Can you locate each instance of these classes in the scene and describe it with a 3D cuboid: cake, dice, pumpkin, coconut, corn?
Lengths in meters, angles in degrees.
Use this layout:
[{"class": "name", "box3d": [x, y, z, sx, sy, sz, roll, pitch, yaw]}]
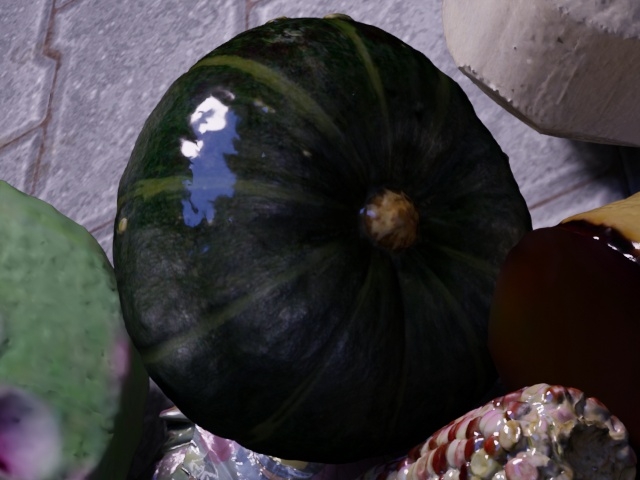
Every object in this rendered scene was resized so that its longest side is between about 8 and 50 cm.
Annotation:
[{"class": "cake", "box3d": [0.227, 0.053, 0.805, 0.178, 0.185, 0.207, -20, 23, -32]}, {"class": "dice", "box3d": [-0.343, 0.138, 1.063, 0.318, 0.330, 0.322, -39, 29, 40]}, {"class": "pumpkin", "box3d": [0.000, 0.000, 0.912, 0.300, 0.300, 0.207, -60, 17, -21]}, {"class": "coconut", "box3d": [0.215, -0.189, 1.000, 0.266, 0.237, 0.237, 117, 177, -62]}, {"class": "corn", "box3d": [0.082, 0.158, 0.827, 0.280, 0.092, 0.092, -37, 28, 55]}]

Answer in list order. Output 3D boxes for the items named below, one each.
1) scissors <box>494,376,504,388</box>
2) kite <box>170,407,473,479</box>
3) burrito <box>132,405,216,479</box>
[{"class": "scissors", "box3d": [0.107, 0.028, 1.046, 0.118, 0.030, 0.242, -34, 38, 13]}, {"class": "kite", "box3d": [-0.050, 0.182, 0.983, 0.204, 0.022, 0.360, 32, 75, 25]}, {"class": "burrito", "box3d": [-0.144, 0.266, 1.017, 0.096, 0.066, 0.309, 4, 60, 41]}]
